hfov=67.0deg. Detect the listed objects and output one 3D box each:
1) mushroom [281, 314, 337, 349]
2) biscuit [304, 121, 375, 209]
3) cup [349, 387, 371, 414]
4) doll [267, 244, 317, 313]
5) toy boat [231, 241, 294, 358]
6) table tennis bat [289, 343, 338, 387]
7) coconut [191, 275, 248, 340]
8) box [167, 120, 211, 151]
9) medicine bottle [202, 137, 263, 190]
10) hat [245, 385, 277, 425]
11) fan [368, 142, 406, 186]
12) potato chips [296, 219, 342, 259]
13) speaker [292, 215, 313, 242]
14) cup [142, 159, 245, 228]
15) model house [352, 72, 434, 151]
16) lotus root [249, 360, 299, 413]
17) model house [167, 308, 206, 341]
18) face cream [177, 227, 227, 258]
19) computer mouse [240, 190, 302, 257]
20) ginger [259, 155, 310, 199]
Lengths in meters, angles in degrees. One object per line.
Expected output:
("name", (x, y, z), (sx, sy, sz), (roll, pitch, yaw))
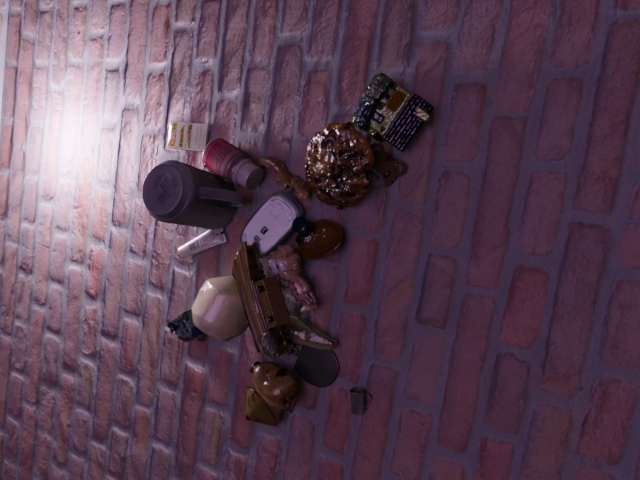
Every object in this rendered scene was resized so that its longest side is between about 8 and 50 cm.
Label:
("mushroom", (-0.091, 0.345, 1.856), (0.333, 0.087, 0.107), (5, 78, 25))
("biscuit", (0.053, -0.255, 1.703), (0.289, 0.081, 0.334), (58, 140, 8))
("cup", (0.145, 0.585, 1.768), (0.054, 0.074, 0.083), (5, 99, 64))
("doll", (-0.099, 0.144, 1.835), (0.278, 0.119, 0.154), (58, 149, 12))
("toy boat", (-0.212, 0.219, 1.789), (0.162, 0.136, 0.446), (-26, 78, 25))
("table tennis bat", (-0.063, 0.453, 1.881), (0.301, 0.022, 0.174), (27, 102, 24))
("coconut", (-0.374, 0.258, 1.923), (0.245, 0.245, 0.247), (30, 86, 24))
("box", (-0.578, -0.456, 2.121), (0.220, 0.032, 0.122), (11, 97, 26))
("medicine bottle", (-0.352, -0.302, 1.945), (0.247, 0.147, 0.147), (33, 106, 22))
("hat", (-0.260, 0.675, 1.900), (0.193, 0.082, 0.193), (40, 150, 29))
("fan", (0.184, -0.227, 1.709), (0.152, 0.008, 0.227), (37, 122, -6))
("potato chips", (0.000, 0.000, 1.816), (0.201, 0.049, 0.150), (-19, 63, 27))
("speaker", (-0.068, -0.037, 1.820), (0.075, 0.060, 0.095), (40, 139, 36))
("cup", (-0.479, -0.172, 1.902), (0.322, 0.327, 0.237), (2, 85, 23))
("model house", (0.246, -0.413, 1.613), (0.211, 0.170, 0.194), (40, 106, 20))
("lotus root", (-0.169, 0.559, 1.877), (0.256, 0.140, 0.155), (34, 120, 33))
("model house", (-0.572, 0.391, 2.103), (0.148, 0.119, 0.149), (-36, 83, 24))
("face cream", (-0.512, 0.008, 2.090), (0.243, 0.058, 0.092), (-24, 74, 21))
("computer mouse", (-0.194, -0.058, 1.894), (0.159, 0.097, 0.288), (43, 101, 5))
("ginger", (-0.147, -0.247, 1.880), (0.288, 0.075, 0.089), (37, 80, 21))
